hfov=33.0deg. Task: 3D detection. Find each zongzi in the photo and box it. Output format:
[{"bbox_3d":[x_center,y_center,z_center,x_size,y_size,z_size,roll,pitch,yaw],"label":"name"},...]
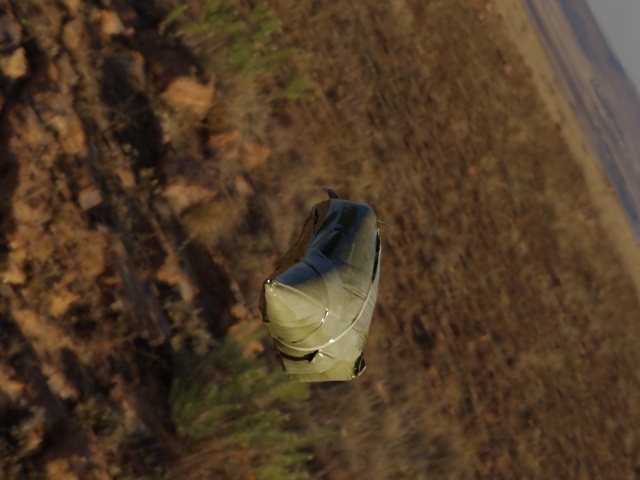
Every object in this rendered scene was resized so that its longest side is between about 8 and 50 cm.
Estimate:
[{"bbox_3d":[0.000,0.000,0.855,0.178,0.081,0.189,65,33,-57],"label":"zongzi"}]
